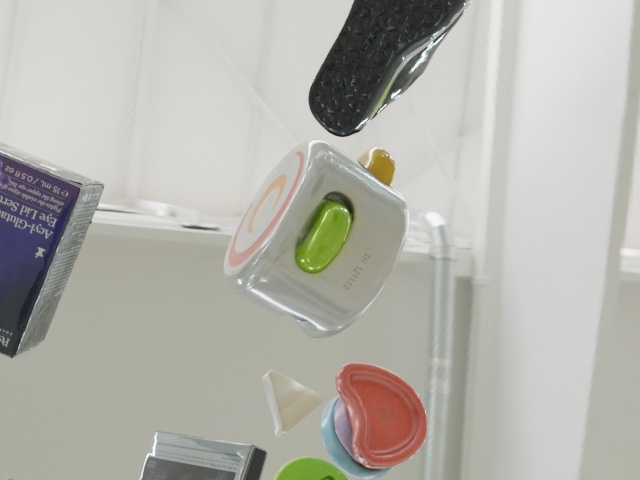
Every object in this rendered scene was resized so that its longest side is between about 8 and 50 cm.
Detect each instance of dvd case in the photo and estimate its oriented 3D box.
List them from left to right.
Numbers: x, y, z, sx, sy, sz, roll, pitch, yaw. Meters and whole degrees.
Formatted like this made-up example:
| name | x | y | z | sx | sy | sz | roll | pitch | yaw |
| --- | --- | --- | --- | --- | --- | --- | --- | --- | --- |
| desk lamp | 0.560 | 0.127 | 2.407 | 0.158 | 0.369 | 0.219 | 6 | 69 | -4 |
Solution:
| name | x | y | z | sx | sy | sz | roll | pitch | yaw |
| --- | --- | --- | --- | --- | --- | --- | --- | --- | --- |
| dvd case | -0.150 | 0.314 | 0.951 | 0.030 | 0.179 | 0.238 | 33 | -115 | -35 |

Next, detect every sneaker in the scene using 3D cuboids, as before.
| name | x | y | z | sx | sy | sz | roll | pitch | yaw |
| --- | --- | --- | --- | --- | --- | --- | --- | --- | --- |
| sneaker | 0.070 | -0.191 | 0.852 | 0.084 | 0.234 | 0.097 | 48 | -143 | 7 |

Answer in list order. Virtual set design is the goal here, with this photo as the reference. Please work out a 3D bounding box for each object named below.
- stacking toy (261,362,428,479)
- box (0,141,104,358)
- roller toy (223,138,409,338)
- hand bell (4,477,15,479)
| name | x | y | z | sx | sy | sz | roll | pitch | yaw |
| --- | --- | --- | --- | --- | --- | --- | --- | --- | --- |
| stacking toy | 0.021 | 0.325 | 1.282 | 0.280 | 0.130 | 0.308 | 14 | -129 | -29 |
| box | -0.355 | 0.004 | 1.054 | 0.153 | 0.108 | 0.207 | 21 | -86 | 0 |
| roller toy | 0.000 | 0.000 | 1.038 | 0.146 | 0.191 | 0.209 | 32 | -142 | -18 |
| hand bell | -0.359 | 0.367 | 0.941 | 0.242 | 0.126 | 0.126 | -44 | -71 | -14 |
